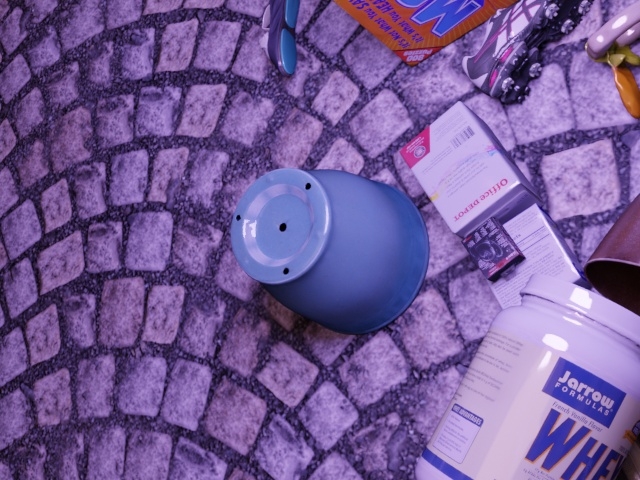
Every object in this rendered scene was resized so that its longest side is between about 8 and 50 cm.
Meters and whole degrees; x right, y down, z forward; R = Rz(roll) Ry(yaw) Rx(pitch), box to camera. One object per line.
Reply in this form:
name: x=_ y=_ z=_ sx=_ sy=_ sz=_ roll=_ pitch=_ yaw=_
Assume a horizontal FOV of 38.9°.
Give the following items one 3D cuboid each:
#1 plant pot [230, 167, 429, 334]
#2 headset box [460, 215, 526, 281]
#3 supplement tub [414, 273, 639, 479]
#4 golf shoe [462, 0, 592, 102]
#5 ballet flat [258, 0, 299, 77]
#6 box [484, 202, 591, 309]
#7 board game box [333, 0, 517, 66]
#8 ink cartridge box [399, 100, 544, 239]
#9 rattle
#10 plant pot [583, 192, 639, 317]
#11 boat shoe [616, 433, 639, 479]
plant pot: x=0.000 y=0.000 z=1.462 sx=0.271 sy=0.255 sz=0.271 roll=-9 pitch=73 yaw=30
headset box: x=0.258 y=0.016 z=1.343 sx=0.062 sy=0.032 sz=0.083 roll=-42 pitch=61 yaw=19
supplement tub: x=0.295 y=0.231 z=1.200 sx=0.235 sy=0.235 sz=0.325 roll=26 pitch=85 yaw=34
golf shoe: x=0.332 y=-0.355 z=1.440 sx=0.273 sy=0.105 sz=0.120 roll=-53 pitch=50 yaw=9
ballet flat: x=-0.080 y=-0.396 z=1.724 sx=0.074 sy=0.074 sz=0.203 roll=-9 pitch=67 yaw=30
box: x=0.315 y=0.038 z=1.365 sx=0.126 sy=0.072 sz=0.137 roll=-35 pitch=63 yaw=21
board game box: x=0.157 y=-0.571 z=1.447 sx=0.356 sy=0.356 sz=0.356 roll=-29 pitch=64 yaw=23
ink cartridge box: x=0.237 y=-0.098 z=1.415 sx=0.128 sy=0.127 sz=0.176 roll=-38 pitch=61 yaw=18
rattle: x=0.500 y=-0.301 z=1.317 sx=0.200 sy=0.130 sz=0.143 roll=-33 pitch=62 yaw=11
plant pot: x=0.501 y=-0.015 z=1.204 sx=0.215 sy=0.215 sz=0.230 roll=22 pitch=75 yaw=34
boat shoe: x=0.438 y=0.366 z=1.207 sx=0.073 sy=0.080 sz=0.223 roll=-31 pitch=58 yaw=28
